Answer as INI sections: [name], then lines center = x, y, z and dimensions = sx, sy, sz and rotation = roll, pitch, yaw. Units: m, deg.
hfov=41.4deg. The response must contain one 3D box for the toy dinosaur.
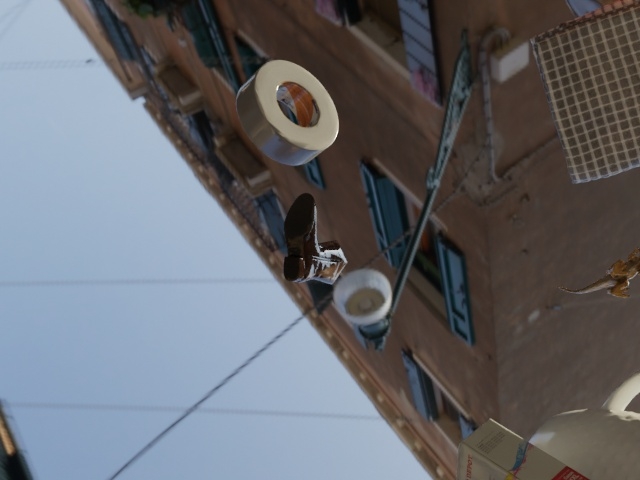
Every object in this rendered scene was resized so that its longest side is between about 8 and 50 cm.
[toy dinosaur]
center = 0.525, 0.067, 1.512
dimensions = 0.211, 0.112, 0.064
rotation = -33, -94, 22

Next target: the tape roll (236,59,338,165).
[tape roll]
center = -0.069, -0.271, 1.797
dimensions = 0.072, 0.219, 0.219
rotation = -33, -144, 43

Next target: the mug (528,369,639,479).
[mug]
center = 0.510, 0.363, 1.309
dimensions = 0.328, 0.276, 0.374
rotation = 17, -111, 47

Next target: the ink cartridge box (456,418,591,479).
[ink cartridge box]
center = 0.285, 0.356, 1.209
dimensions = 0.072, 0.127, 0.175
rotation = -29, -138, -34

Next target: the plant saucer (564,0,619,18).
[plant saucer]
center = 0.579, -0.438, 1.688
dimensions = 0.050, 0.310, 0.310
rotation = -44, -129, 9

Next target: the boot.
[boot]
center = 0.000, 0.000, 1.006
dimensions = 0.037, 0.114, 0.106
rotation = 15, -84, 31

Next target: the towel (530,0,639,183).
[towel]
center = 0.506, -0.259, 1.452
dimensions = 0.235, 0.283, 0.121
rotation = -16, -170, 25
